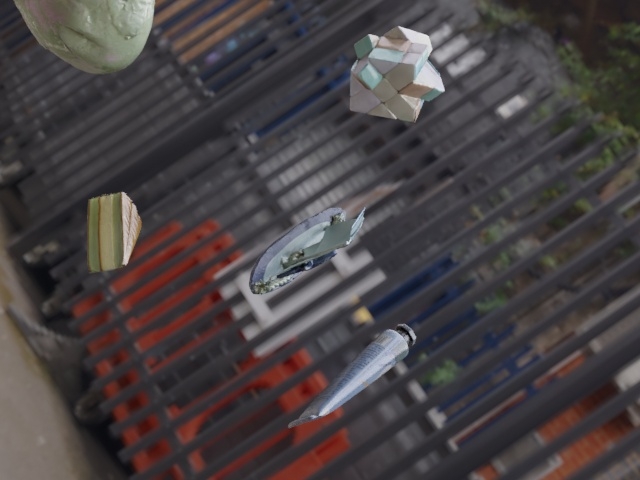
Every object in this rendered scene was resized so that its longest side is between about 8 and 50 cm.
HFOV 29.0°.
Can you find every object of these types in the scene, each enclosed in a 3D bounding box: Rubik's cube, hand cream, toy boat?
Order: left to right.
[{"bbox_3d":[-0.025,0.019,1.970,0.070,0.210,0.291,51,-5,-8],"label":"toy boat"},{"bbox_3d":[0.052,0.216,1.965,0.055,0.256,0.088,57,-31,-4],"label":"hand cream"},{"bbox_3d":[0.068,-0.154,1.104,0.075,0.084,0.073,-87,176,-51],"label":"Rubik's cube"}]

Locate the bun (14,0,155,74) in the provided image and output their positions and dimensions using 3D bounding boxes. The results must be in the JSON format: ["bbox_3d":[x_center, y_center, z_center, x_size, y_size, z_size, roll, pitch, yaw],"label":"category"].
[{"bbox_3d":[-0.393,-0.399,1.942,0.293,0.187,0.293,25,-58,48],"label":"bun"}]

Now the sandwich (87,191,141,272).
[{"bbox_3d":[-0.383,0.008,2.331,0.113,0.079,0.163,63,17,-59],"label":"sandwich"}]
